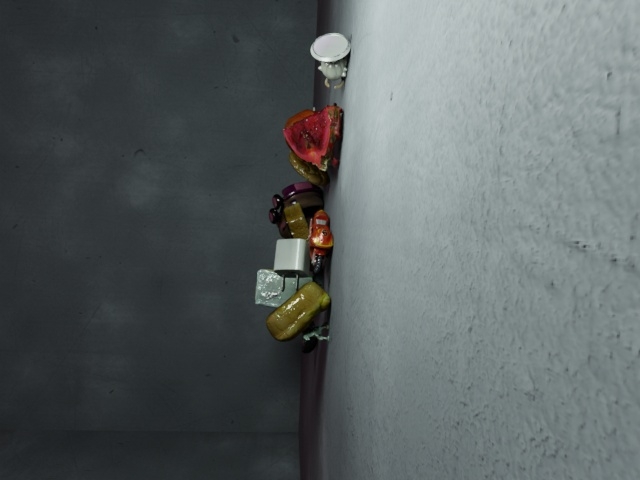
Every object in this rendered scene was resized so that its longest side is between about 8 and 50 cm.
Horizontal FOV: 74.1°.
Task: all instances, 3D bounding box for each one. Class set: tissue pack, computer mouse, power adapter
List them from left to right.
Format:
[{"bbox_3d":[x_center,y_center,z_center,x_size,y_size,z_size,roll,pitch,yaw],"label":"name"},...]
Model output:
[{"bbox_3d":[-0.183,0.273,2.335,0.405,0.331,0.206,124,153,-82],"label":"tissue pack"},{"bbox_3d":[-0.116,0.109,1.723,0.125,0.129,0.205,52,-140,-64],"label":"power adapter"},{"bbox_3d":[-0.051,0.492,2.134,0.217,0.073,0.122,-77,-7,-79],"label":"computer mouse"}]

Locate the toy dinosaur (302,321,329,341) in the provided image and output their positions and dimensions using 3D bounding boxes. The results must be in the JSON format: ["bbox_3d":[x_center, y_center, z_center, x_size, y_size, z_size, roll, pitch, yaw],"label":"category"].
[{"bbox_3d":[-0.022,0.346,1.619,0.187,0.106,0.044,-105,15,-74],"label":"toy dinosaur"}]

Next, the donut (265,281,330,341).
[{"bbox_3d":[-0.086,0.272,1.609,0.128,0.261,0.208,50,162,3],"label":"donut"}]

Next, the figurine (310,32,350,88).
[{"bbox_3d":[0.039,-0.575,1.393,0.154,0.132,0.133,75,-166,-60],"label":"figurine"}]

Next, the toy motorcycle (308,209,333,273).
[{"bbox_3d":[-0.002,0.002,1.672,0.298,0.089,0.171,-94,9,-61],"label":"toy motorcycle"}]

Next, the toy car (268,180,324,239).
[{"bbox_3d":[-0.096,-0.117,2.144,0.241,0.271,0.341,63,153,28],"label":"toy car"}]

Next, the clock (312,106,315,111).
[{"bbox_3d":[-0.029,-0.520,2.221,0.265,0.108,0.325,114,159,-82],"label":"clock"}]

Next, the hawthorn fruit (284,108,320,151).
[{"bbox_3d":[-0.030,-0.413,1.749,0.243,0.207,0.207,63,167,15],"label":"hawthorn fruit"}]

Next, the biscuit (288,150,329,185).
[{"bbox_3d":[-0.046,-0.319,1.837,0.042,0.225,0.226,-49,24,26],"label":"biscuit"}]

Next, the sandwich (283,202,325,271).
[{"bbox_3d":[-0.081,-0.019,1.934,0.249,0.095,0.274,-113,1,-66],"label":"sandwich"}]

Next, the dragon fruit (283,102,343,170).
[{"bbox_3d":[0.005,-0.350,1.496,0.261,0.134,0.212,-2,101,51],"label":"dragon fruit"}]

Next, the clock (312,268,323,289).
[{"bbox_3d":[-0.015,0.221,2.029,0.215,0.041,0.215,-178,90,-85],"label":"clock"}]
